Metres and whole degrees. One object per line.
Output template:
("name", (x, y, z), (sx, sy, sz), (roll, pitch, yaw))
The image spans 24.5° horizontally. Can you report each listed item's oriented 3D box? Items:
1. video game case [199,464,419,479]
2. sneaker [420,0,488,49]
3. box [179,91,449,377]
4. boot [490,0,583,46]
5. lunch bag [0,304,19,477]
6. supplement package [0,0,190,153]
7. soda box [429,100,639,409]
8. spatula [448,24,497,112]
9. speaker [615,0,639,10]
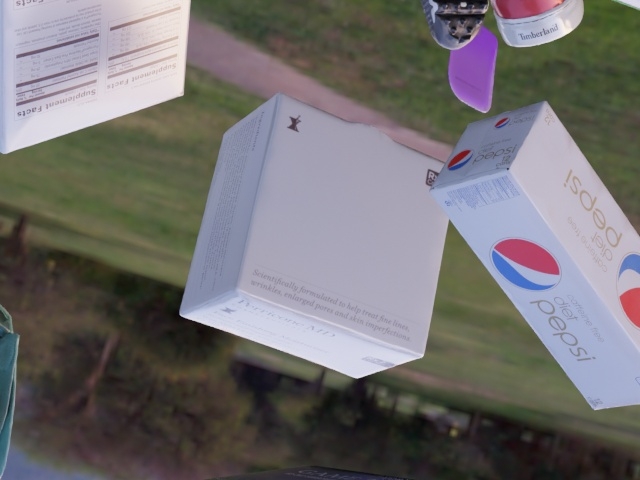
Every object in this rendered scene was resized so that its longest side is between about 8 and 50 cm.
("video game case", (-0.049, 0.152, 0.782), (0.274, 0.026, 0.196), (1, 178, -41))
("sneaker", (0.118, -0.309, 1.546), (0.078, 0.234, 0.106), (-5, 175, -29))
("box", (0.000, 0.000, 1.252), (0.181, 0.181, 0.119), (21, 157, -22))
("boot", (0.146, -0.282, 1.137), (0.088, 0.244, 0.176), (-15, 122, 14))
("lunch bag", (-0.323, 0.130, 0.903), (0.223, 0.160, 0.262), (-20, -163, 19))
("supplement package", (-0.243, -0.254, 1.267), (0.198, 0.262, 0.199), (-23, -134, -37))
("soda box", (0.169, 0.015, 0.992), (0.069, 0.074, 0.216), (-14, 124, 43))
("spatula", (0.161, -0.291, 1.674), (0.030, 0.296, 0.084), (-22, 153, 36))
("speaker", (0.100, -0.142, 0.469), (0.297, 0.131, 0.131), (23, 171, 11))
